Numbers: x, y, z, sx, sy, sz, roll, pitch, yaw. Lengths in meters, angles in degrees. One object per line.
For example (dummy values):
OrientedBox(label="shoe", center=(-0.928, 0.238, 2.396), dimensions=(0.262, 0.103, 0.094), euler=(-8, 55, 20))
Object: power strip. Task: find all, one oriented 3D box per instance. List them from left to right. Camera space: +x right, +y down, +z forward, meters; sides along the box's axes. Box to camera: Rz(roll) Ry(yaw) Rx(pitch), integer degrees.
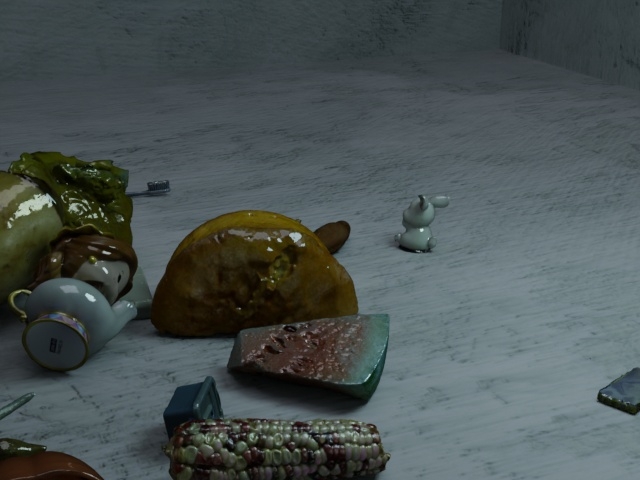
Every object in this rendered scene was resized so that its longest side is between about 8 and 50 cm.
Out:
OrientedBox(label="power strip", center=(-0.336, 0.088, 1.837), dimensions=(0.081, 0.035, 0.192), euler=(-6, 21, -14))

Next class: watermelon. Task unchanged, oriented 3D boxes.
OrientedBox(label="watermelon", center=(-0.024, 0.176, 1.562), dimensions=(0.241, 0.094, 0.154), euler=(4, 30, 12))

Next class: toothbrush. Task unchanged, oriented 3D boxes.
OrientedBox(label="toothbrush", center=(-0.490, -0.101, 2.360), dimensions=(0.321, 0.031, 0.023), euler=(-8, 22, -15))

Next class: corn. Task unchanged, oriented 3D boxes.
OrientedBox(label="corn", center=(-0.052, 0.257, 1.304), dimensions=(0.280, 0.092, 0.092), euler=(-2, 20, -12))

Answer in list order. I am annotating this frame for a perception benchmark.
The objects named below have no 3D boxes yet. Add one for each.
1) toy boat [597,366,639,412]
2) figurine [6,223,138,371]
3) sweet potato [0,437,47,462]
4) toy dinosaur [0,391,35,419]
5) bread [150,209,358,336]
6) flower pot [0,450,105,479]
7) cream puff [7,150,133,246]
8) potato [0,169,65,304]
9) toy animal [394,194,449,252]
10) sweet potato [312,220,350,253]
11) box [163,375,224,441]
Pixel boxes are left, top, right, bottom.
OrientedBox(label="toy boat", center=(0.455, 0.216, 1.548), dimensions=(0.063, 0.016, 0.115), euler=(19, 26, 41))
OrientedBox(label="figurine", center=(-0.373, 0.078, 1.660), dimensions=(0.189, 0.142, 0.263), euler=(20, 36, -7))
OrientedBox(label="sweet potato", center=(-0.419, 0.269, 1.331), dimensions=(0.153, 0.038, 0.041), euler=(-9, 7, -21))
OrientedBox(label="toy dinosaur", center=(-0.482, 0.281, 1.216), dimensions=(0.205, 0.092, 0.393), euler=(17, 24, 36))
OrientedBox(label="bread", center=(-0.107, 0.044, 1.758), dimensions=(0.340, 0.179, 0.194), euler=(-1, 19, -6))
OrientedBox(label="flower pot", center=(-0.281, 0.295, 1.079), dimensions=(0.191, 0.190, 0.173), euler=(-5, 9, -17))
OrientedBox(label="cream puff", center=(-0.439, -0.074, 1.925), dimensions=(0.282, 0.185, 0.282), euler=(40, 25, -22))
OrientedBox(label="potato", center=(-0.570, 0.021, 1.753), dimensions=(0.285, 0.242, 0.242), euler=(-6, 14, 31))
OrientedBox(label="toy animal", center=(0.194, -0.041, 2.086), dimensions=(0.071, 0.124, 0.085), euler=(-6, 22, -32))
OrientedBox(label="sweet potato", center=(0.010, -0.003, 2.073), dimensions=(0.078, 0.058, 0.255), euler=(-12, 8, 29))
OrientedBox(label="box", center=(-0.168, 0.231, 1.407), dimensions=(0.054, 0.074, 0.099), euler=(-10, 18, 11))
